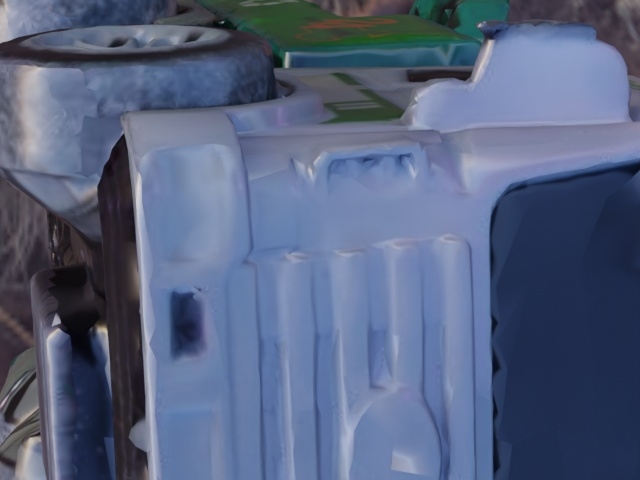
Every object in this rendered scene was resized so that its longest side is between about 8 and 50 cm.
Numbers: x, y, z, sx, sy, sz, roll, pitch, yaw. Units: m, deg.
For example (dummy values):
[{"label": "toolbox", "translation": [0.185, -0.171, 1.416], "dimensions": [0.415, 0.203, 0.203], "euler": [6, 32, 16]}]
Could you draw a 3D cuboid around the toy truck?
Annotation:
[{"label": "toy truck", "translation": [-0.007, 0.001, 0.525], "dimensions": [0.178, 0.363, 0.176], "euler": [-4, 102, -7]}]
